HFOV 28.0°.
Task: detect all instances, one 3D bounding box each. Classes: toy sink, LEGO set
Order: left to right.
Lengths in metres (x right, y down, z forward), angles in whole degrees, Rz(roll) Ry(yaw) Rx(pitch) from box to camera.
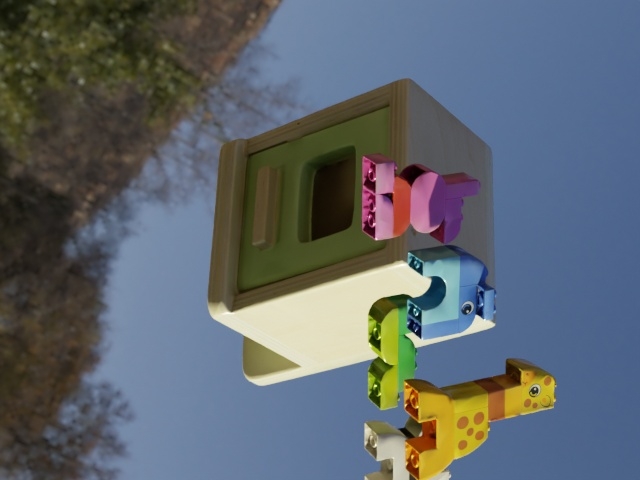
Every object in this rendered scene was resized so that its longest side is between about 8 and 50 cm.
[{"bbox_3d":[0.000,0.000,0.970,0.234,0.131,0.152,-17,-124,34],"label":"toy sink"},{"bbox_3d":[0.085,0.064,0.760,0.087,0.093,0.227,-142,-132,-60],"label":"LEGO set"}]
